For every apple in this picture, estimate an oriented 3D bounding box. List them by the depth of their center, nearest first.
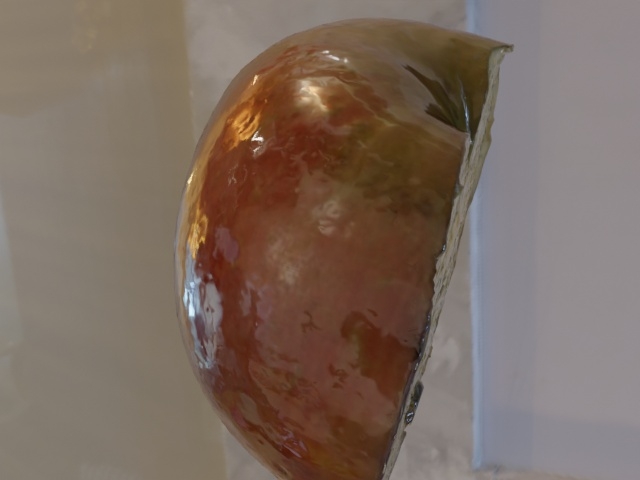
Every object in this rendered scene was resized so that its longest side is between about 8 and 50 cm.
[{"bbox_3d":[0.000,0.000,0.543,0.163,0.293,0.251,17,-56,10],"label":"apple"}]
